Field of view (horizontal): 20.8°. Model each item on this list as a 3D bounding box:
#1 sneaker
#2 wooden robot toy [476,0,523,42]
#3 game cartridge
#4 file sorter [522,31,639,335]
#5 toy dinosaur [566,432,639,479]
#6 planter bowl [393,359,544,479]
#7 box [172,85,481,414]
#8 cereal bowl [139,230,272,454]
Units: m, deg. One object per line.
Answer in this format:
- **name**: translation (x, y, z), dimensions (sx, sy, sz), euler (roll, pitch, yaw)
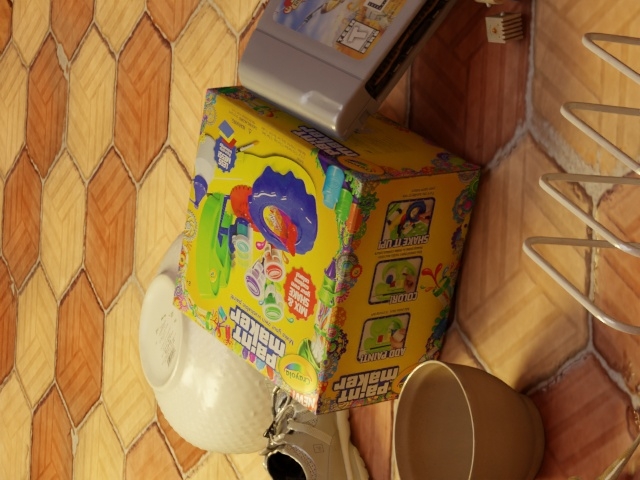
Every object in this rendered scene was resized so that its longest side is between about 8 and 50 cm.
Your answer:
- **sneaker**: translation (-0.025, 0.240, 2.142), dimensions (0.105, 0.115, 0.281), euler (-67, 33, 35)
- **wooden robot toy**: translation (0.203, -0.288, 1.796), dimensions (0.079, 0.076, 0.173), euler (17, 103, 52)
- **game cartridge**: translation (0.044, -0.264, 1.919), dimensions (0.198, 0.062, 0.297), euler (31, 82, 37)
- **file sorter**: translation (0.304, -0.074, 1.455), dimensions (0.193, 0.173, 0.278), euler (48, 130, 55)
- **toy dinosaur**: translation (0.255, 0.261, 1.653), dimensions (0.183, 0.053, 0.092), euler (-60, 36, 43)
- **planter bowl**: translation (0.160, 0.204, 1.785), dimensions (0.162, 0.109, 0.162), euler (-12, 76, 62)
- **box**: translation (0.000, 0.000, 1.975), dimensions (0.290, 0.177, 0.279), euler (32, 120, 44)
- **cereal bowl**: translation (-0.157, 0.126, 2.392), dimensions (0.339, 0.141, 0.339), euler (-15, 73, 62)
